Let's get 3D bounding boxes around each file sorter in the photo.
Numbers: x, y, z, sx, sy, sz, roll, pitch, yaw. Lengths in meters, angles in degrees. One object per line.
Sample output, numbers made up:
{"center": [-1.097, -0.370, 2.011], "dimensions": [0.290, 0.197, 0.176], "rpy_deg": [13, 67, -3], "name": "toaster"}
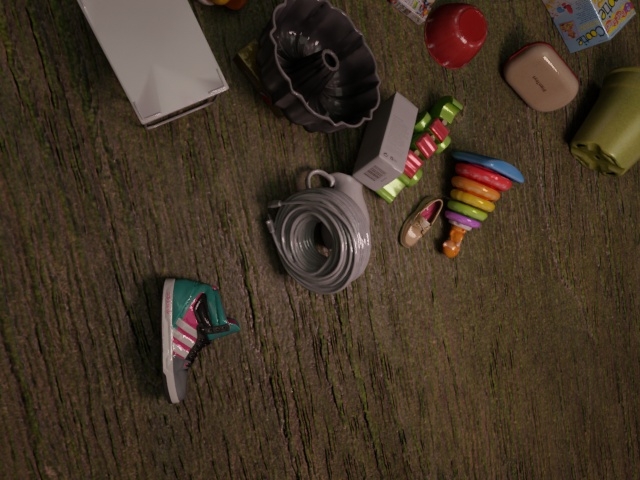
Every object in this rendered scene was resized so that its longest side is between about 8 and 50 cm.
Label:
{"center": [-0.356, -0.402, 1.021], "dimensions": [0.193, 0.173, 0.277], "rpy_deg": [-28, 103, -15], "name": "file sorter"}

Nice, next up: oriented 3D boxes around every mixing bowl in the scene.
{"center": [0.392, -0.579, 1.328], "dimensions": [0.182, 0.098, 0.181], "rpy_deg": [-2, 96, -20], "name": "mixing bowl"}

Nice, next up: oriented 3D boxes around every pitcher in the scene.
{"center": [0.041, -0.077, 1.231], "dimensions": [0.178, 0.125, 0.206], "rpy_deg": [6, 82, -14], "name": "pitcher"}

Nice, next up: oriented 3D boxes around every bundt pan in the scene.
{"center": [-0.013, -0.399, 1.135], "dimensions": [0.331, 0.124, 0.330], "rpy_deg": [12, 70, -36], "name": "bundt pan"}

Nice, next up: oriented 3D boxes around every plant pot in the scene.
{"center": [0.928, -0.346, 1.480], "dimensions": [0.276, 0.276, 0.254], "rpy_deg": [39, 93, -19], "name": "plant pot"}

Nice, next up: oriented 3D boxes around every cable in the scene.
{"center": [0.000, 0.000, 1.149], "dimensions": [0.089, 0.257, 0.256], "rpy_deg": [-18, 94, -50], "name": "cable"}

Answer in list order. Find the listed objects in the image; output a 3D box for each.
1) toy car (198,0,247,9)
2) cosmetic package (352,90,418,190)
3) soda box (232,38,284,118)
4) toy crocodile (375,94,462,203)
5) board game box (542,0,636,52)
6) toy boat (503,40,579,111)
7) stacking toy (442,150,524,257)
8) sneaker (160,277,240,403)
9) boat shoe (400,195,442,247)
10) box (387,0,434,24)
{"center": [-0.205, -0.621, 1.090], "dimensions": [0.136, 0.159, 0.181], "rpy_deg": [-8, 98, -55], "name": "toy car"}
{"center": [0.166, -0.252, 1.215], "dimensions": [0.086, 0.117, 0.231], "rpy_deg": [32, 58, -20], "name": "cosmetic package"}
{"center": [-0.130, -0.392, 1.168], "dimensions": [0.061, 0.058, 0.181], "rpy_deg": [-43, 107, -13], "name": "soda box"}
{"center": [0.266, -0.248, 1.303], "dimensions": [0.115, 0.105, 0.340], "rpy_deg": [44, 80, -18], "name": "toy crocodile"}
{"center": [0.789, -0.738, 1.439], "dimensions": [0.142, 0.144, 0.275], "rpy_deg": [-43, 108, -13], "name": "board game box"}
{"center": [0.664, -0.500, 1.431], "dimensions": [0.231, 0.151, 0.151], "rpy_deg": [39, 52, -19], "name": "toy boat"}
{"center": [0.421, -0.090, 1.365], "dimensions": [0.175, 0.166, 0.301], "rpy_deg": [15, 101, -32], "name": "stacking toy"}
{"center": [-0.280, 0.234, 1.136], "dimensions": [0.179, 0.124, 0.295], "rpy_deg": [0, 93, -11], "name": "sneaker"}
{"center": [0.286, -0.054, 1.351], "dimensions": [0.063, 0.059, 0.170], "rpy_deg": [35, 82, -20], "name": "boat shoe"}
{"center": [0.276, -0.713, 1.306], "dimensions": [0.114, 0.036, 0.206], "rpy_deg": [27, 85, -20], "name": "box"}
